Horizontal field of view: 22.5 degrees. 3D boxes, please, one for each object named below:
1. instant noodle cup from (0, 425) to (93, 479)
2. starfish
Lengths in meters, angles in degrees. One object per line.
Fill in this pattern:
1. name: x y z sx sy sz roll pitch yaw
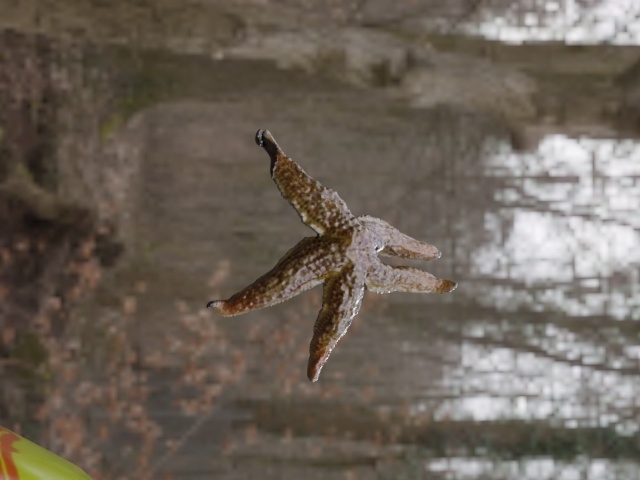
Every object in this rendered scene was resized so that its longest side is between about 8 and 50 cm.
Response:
1. instant noodle cup: -0.189 0.121 0.353 0.311 0.221 0.311 -35 -137 39
2. starfish: 0.001 0.001 0.833 0.041 0.133 0.130 3 -57 62
